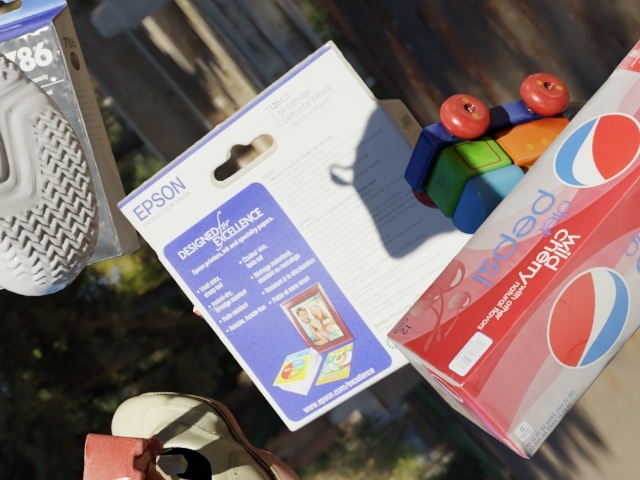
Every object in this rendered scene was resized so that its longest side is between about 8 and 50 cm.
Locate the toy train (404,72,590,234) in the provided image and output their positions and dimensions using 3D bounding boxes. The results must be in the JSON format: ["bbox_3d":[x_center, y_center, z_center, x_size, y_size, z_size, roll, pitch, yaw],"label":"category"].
[{"bbox_3d":[0.208,-0.060,1.043,0.143,0.248,0.105,55,146,29],"label":"toy train"}]

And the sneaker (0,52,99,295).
[{"bbox_3d":[-0.228,-0.042,0.621,0.268,0.153,0.101,40,-138,10],"label":"sneaker"}]

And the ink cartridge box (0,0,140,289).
[{"bbox_3d":[-0.327,-0.124,1.370,0.065,0.165,0.333,-27,-80,-75],"label":"ink cartridge box"}]

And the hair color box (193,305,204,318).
[{"bbox_3d":[-0.108,0.031,1.525,0.043,0.072,0.141,38,-141,-29],"label":"hair color box"}]

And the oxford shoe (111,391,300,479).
[{"bbox_3d":[-0.181,0.274,1.584,0.146,0.140,0.397,19,178,-38],"label":"oxford shoe"}]

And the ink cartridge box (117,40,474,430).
[{"bbox_3d":[0.000,0.000,1.250,0.307,0.303,0.072,54,-153,-5],"label":"ink cartridge box"}]

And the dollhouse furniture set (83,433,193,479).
[{"bbox_3d":[-0.270,0.356,1.302,0.374,0.152,0.201,-74,-25,-44],"label":"dollhouse furniture set"}]

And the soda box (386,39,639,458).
[{"bbox_3d":[0.169,0.001,0.777,0.092,0.263,0.083,47,171,-35],"label":"soda box"}]
